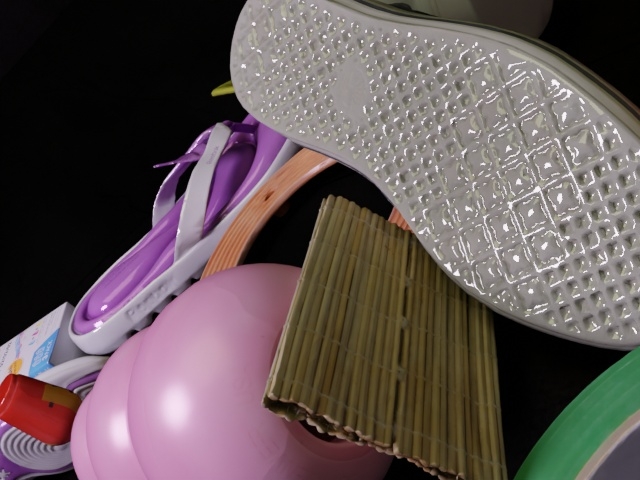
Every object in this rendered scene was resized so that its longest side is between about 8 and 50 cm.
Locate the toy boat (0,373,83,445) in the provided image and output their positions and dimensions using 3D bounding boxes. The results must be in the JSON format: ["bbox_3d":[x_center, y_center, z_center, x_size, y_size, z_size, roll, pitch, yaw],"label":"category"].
[{"bbox_3d":[-0.258,0.272,0.997,0.267,0.148,0.318,-38,32,40],"label":"toy boat"}]

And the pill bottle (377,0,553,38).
[{"bbox_3d":[0.077,-0.233,1.134,0.318,0.176,0.176,-5,49,52],"label":"pill bottle"}]

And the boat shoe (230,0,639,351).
[{"bbox_3d":[0.118,-0.083,0.866,0.500,0.156,0.187,36,116,44],"label":"boat shoe"}]

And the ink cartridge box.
[{"bbox_3d":[-0.357,0.166,1.339,0.181,0.061,0.104,-32,31,26],"label":"ink cartridge box"}]

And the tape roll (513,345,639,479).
[{"bbox_3d":[0.222,0.170,0.524,0.321,0.077,0.321,-34,31,24],"label":"tape roll"}]

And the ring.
[{"bbox_3d":[0.000,0.000,1.096,0.336,0.032,0.337,-33,30,23],"label":"ring"}]

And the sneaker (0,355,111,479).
[{"bbox_3d":[-0.334,0.206,1.199,0.305,0.114,0.152,-39,30,14],"label":"sneaker"}]

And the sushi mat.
[{"bbox_3d":[0.053,0.058,0.758,0.019,0.151,0.316,-62,5,24],"label":"sushi mat"}]

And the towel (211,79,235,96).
[{"bbox_3d":[-0.044,-0.215,1.394,0.102,0.021,0.237,-27,17,-30],"label":"towel"}]

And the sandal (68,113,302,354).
[{"bbox_3d":[-0.156,-0.046,1.289,0.416,0.102,0.169,-52,30,-13],"label":"sandal"}]

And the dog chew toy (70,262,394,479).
[{"bbox_3d":[-0.089,0.143,0.870,0.331,0.206,0.207,-25,34,48],"label":"dog chew toy"}]
